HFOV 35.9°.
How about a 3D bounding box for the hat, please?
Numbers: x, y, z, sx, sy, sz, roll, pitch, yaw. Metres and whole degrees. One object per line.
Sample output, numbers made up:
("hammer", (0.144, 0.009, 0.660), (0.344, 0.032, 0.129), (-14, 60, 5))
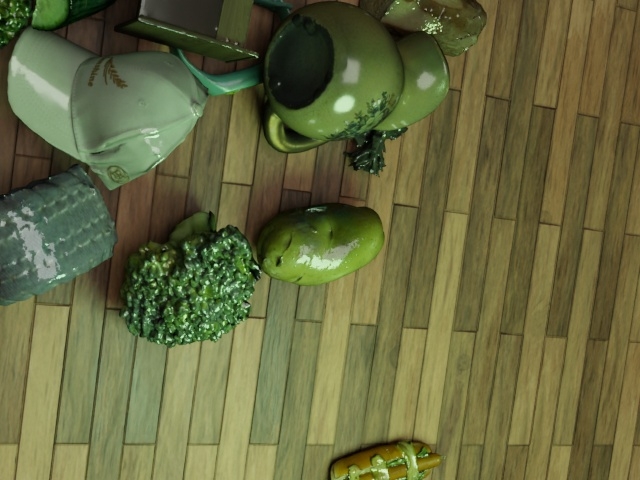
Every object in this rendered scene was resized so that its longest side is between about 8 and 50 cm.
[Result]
("hat", (-0.345, -0.258, 1.603), (0.301, 0.168, 0.258), (32, 48, -18))

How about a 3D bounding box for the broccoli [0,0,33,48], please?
("broccoli", (-0.563, -0.426, 1.467), (0.334, 0.272, 0.324), (5, 99, -40))

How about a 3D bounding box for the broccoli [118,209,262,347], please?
("broccoli", (-0.233, 0.047, 1.712), (0.288, 0.246, 0.248), (-25, 140, 13))

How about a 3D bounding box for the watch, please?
("watch", (-0.155, -0.369, 1.789), (0.237, 0.068, 0.195), (-19, 102, -19))

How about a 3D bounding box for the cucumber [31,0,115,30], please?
("cucumber", (-0.375, -0.403, 1.593), (0.063, 0.244, 0.115), (30, 121, 1))

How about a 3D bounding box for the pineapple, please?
("pineapple", (0.130, -0.245, 1.926), (0.125, 0.125, 0.251), (25, 95, -26))

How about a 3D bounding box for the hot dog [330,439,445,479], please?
("hot dog", (0.133, 0.475, 2.025), (0.269, 0.072, 0.109), (-12, 104, -23))

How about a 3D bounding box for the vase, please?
("vase", (0.029, -0.268, 1.783), (0.302, 0.329, 0.241), (1, 56, -50))

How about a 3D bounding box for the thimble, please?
("thimble", (-0.459, -0.011, 1.603), (0.236, 0.205, 0.172), (-24, 105, -25))

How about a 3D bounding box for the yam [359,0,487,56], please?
("yam", (0.204, -0.444, 1.920), (0.238, 0.129, 0.128), (15, 72, -29))

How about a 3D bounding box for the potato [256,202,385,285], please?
("potato", (0.000, 0.000, 1.849), (0.248, 0.169, 0.144), (-12, 138, -13))

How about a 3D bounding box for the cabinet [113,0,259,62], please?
("cabinet", (-0.209, -0.409, 1.643), (0.215, 0.148, 0.175), (11, 89, -28))
